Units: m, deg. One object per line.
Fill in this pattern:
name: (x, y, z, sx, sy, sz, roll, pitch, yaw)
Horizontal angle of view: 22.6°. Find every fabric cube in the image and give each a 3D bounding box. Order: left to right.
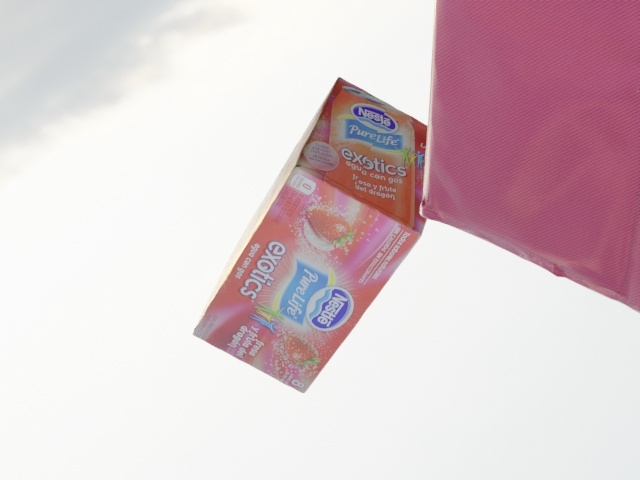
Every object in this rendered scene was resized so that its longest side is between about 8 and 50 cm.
fabric cube: (0.222, -0.126, 0.800, 0.259, 0.258, 0.254, 26, -132, 26)

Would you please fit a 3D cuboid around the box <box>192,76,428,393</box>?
box: (0.000, 0.000, 1.652, 0.300, 0.142, 0.154, -56, -172, 45)
